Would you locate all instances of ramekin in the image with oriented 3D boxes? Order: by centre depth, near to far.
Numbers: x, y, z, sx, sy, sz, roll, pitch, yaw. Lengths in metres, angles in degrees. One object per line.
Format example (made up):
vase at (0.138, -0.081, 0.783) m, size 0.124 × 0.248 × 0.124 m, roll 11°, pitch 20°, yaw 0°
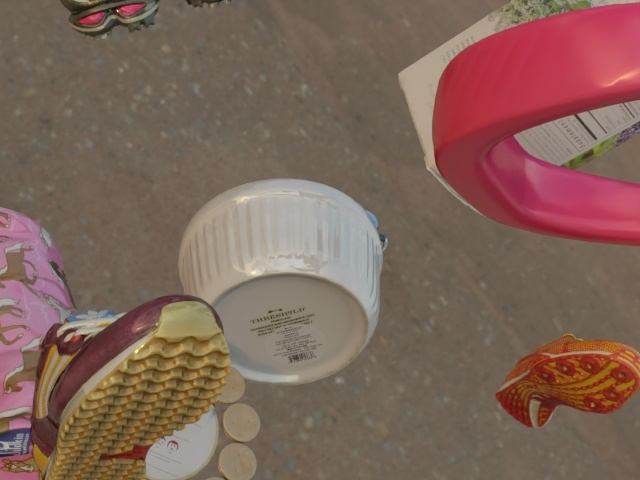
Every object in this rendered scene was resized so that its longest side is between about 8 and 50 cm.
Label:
ramekin at (-0.037, 0.050, 0.999) m, size 0.207 × 0.207 × 0.109 m, roll 33°, pitch 32°, yaw -31°

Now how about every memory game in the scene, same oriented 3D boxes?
memory game at (-0.138, 0.164, 0.888) m, size 0.186 × 0.012 × 0.186 m, roll 13°, pitch 59°, yaw -22°

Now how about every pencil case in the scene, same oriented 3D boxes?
pencil case at (-0.323, 0.124, 1.031) m, size 0.167 × 0.160 × 0.386 m, roll 59°, pitch 1°, yaw -41°

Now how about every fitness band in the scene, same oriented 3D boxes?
fitness band at (0.171, -0.045, 0.517) m, size 0.291 × 0.209 × 0.054 m, roll 29°, pitch 65°, yaw -66°

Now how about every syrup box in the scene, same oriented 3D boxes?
syrup box at (0.181, -0.123, 0.716) m, size 0.096 × 0.237 × 0.093 m, roll 32°, pitch 35°, yaw -46°

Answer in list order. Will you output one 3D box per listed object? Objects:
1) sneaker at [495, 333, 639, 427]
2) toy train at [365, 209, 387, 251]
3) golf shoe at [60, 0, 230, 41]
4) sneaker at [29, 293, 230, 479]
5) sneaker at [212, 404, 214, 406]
sneaker at (0.185, 0.092, 0.752) m, size 0.064 × 0.175 × 0.067 m, roll 42°, pitch 69°, yaw -3°
toy train at (0.000, 0.000, 1.378) m, size 0.184 × 0.080 × 0.105 m, roll 17°, pitch 55°, yaw -7°
golf shoe at (-0.146, -0.304, 1.075) m, size 0.105 × 0.273 × 0.120 m, roll -132°, pitch -155°, yaw -59°
sneaker at (-0.100, 0.059, 0.474) m, size 0.070 × 0.185 × 0.083 m, roll 1°, pitch 57°, yaw -31°
sneaker at (-0.159, 0.159, 1.208) m, size 0.081 × 0.080 × 0.211 m, roll 12°, pitch -3°, yaw -3°
